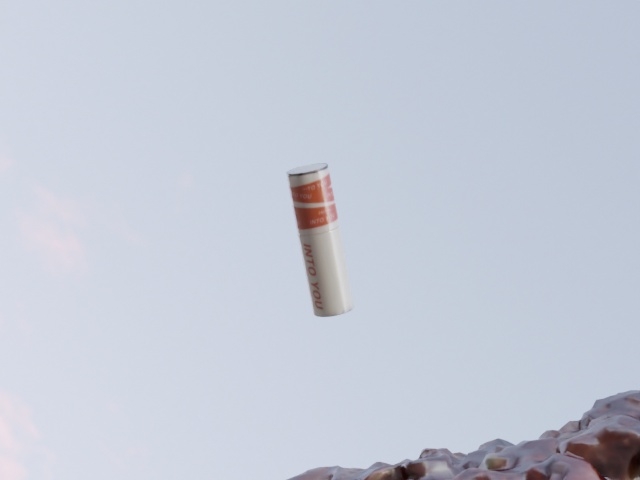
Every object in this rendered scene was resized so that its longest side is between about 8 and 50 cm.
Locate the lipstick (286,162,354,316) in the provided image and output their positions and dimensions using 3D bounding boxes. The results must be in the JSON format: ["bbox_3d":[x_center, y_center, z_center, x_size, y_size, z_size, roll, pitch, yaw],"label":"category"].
[{"bbox_3d":[0.000,0.000,1.104,0.038,0.038,0.130,-3,-75,32],"label":"lipstick"}]

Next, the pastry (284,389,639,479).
[{"bbox_3d":[0.068,0.094,0.317,0.209,0.115,0.097,-12,-65,8],"label":"pastry"}]
